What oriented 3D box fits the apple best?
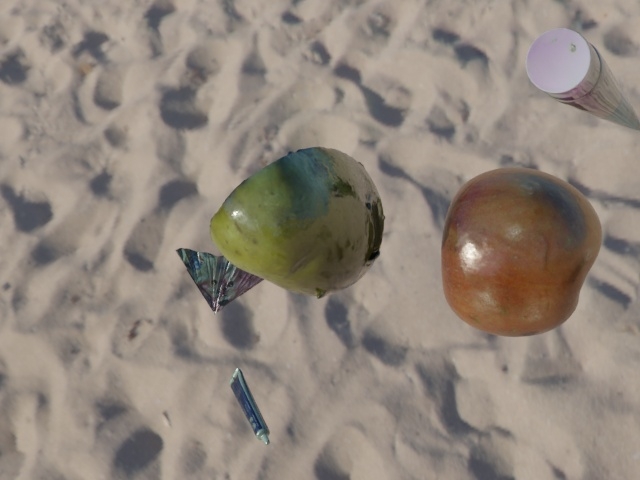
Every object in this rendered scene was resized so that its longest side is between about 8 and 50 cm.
[{"bbox_3d":[0.296,0.019,1.492,0.253,0.254,0.254,-10,50,12],"label":"apple"}]

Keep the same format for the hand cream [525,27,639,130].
[{"bbox_3d":[0.306,-0.179,1.164,0.070,0.312,0.111,-47,69,16],"label":"hand cream"}]

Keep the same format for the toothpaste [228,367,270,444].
[{"bbox_3d":[-0.104,0.249,1.495,0.037,0.021,0.140,-60,42,26],"label":"toothpaste"}]

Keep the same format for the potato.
[{"bbox_3d":[0.000,0.000,1.057,0.160,0.271,0.111,-40,69,10],"label":"potato"}]

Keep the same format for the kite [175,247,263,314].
[{"bbox_3d":[-0.121,0.023,1.312,0.139,0.157,0.011,7,15,-17],"label":"kite"}]
